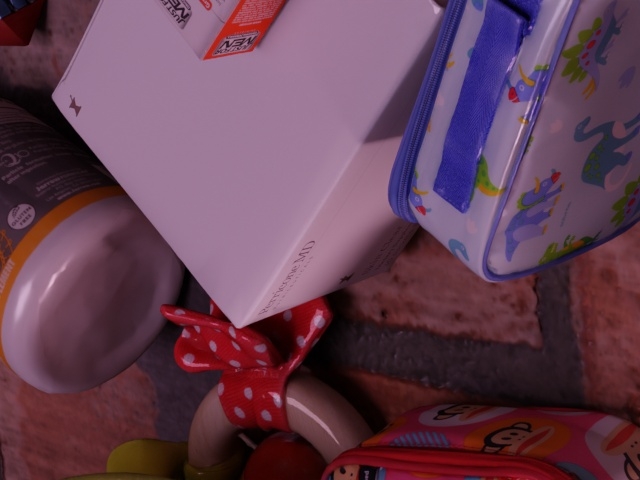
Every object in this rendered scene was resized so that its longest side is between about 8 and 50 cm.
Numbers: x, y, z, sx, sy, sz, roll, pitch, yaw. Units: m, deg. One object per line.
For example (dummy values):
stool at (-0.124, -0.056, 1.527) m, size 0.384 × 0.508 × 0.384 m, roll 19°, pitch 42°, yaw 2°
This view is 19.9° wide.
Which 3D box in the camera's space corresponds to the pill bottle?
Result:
pill bottle at (-0.245, -0.018, 1.371) m, size 0.278 × 0.162 × 0.162 m, roll 33°, pitch 128°, yaw 33°

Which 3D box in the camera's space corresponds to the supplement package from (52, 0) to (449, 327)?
supplement package at (-0.007, -0.118, 1.075) m, size 0.204 × 0.145 × 0.262 m, roll 50°, pitch 132°, yaw 20°

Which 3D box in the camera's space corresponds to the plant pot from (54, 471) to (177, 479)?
plant pot at (-0.097, 0.394, 1.215) m, size 0.366 × 0.366 × 0.353 m, roll 28°, pitch 164°, yaw 36°

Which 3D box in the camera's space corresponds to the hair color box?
hair color box at (-0.037, -0.169, 0.953) m, size 0.072 × 0.043 × 0.141 m, roll 53°, pitch 130°, yaw 18°

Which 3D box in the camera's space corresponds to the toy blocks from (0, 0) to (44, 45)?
toy blocks at (-0.243, -0.286, 1.271) m, size 0.261 × 0.191 × 0.381 m, roll 55°, pitch 139°, yaw -3°

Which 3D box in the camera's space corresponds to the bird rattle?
bird rattle at (-0.032, 0.144, 1.279) m, size 0.207 × 0.143 × 0.253 m, roll 39°, pitch 119°, yaw 14°

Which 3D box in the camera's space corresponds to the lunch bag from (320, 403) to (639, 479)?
lunch bag at (0.142, 0.247, 1.113) m, size 0.258 × 0.120 × 0.293 m, roll -3°, pitch 106°, yaw 44°

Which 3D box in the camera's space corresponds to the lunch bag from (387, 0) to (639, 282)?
lunch bag at (0.129, -0.093, 0.930) m, size 0.090 × 0.176 × 0.219 m, roll 39°, pitch 132°, yaw 29°
